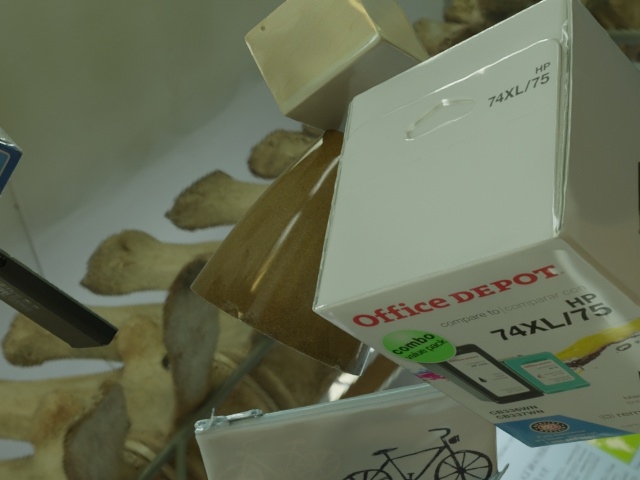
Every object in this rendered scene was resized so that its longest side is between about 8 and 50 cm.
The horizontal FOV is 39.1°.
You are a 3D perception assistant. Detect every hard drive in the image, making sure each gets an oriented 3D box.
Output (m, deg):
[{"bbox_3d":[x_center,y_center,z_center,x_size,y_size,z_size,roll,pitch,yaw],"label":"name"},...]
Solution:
[{"bbox_3d":[-0.259,0.055,0.825,0.135,0.094,0.022,40,-117,-22],"label":"hard drive"}]

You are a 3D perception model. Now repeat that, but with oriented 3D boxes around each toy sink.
[{"bbox_3d":[0.042,-0.230,1.141,0.153,0.131,0.234,-35,-20,24],"label":"toy sink"}]

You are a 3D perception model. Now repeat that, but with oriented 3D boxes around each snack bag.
[{"bbox_3d":[0.052,0.295,0.970,0.323,0.037,0.342,-9,-60,-4],"label":"snack bag"}]

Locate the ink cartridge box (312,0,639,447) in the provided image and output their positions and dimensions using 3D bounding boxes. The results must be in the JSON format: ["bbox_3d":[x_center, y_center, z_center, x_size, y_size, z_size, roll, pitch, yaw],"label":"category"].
[{"bbox_3d":[0.165,0.004,0.662,0.270,0.198,0.197,34,-128,-33],"label":"ink cartridge box"}]

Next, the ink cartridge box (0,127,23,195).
[{"bbox_3d":[-0.530,0.002,1.042,0.151,0.270,0.395,25,-84,-39],"label":"ink cartridge box"}]

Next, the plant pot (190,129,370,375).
[{"bbox_3d":[0.000,0.000,1.120,0.254,0.237,0.237,-64,-27,-2],"label":"plant pot"}]
